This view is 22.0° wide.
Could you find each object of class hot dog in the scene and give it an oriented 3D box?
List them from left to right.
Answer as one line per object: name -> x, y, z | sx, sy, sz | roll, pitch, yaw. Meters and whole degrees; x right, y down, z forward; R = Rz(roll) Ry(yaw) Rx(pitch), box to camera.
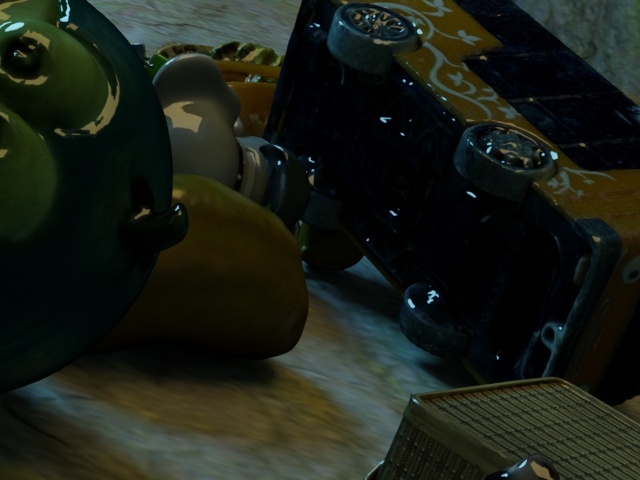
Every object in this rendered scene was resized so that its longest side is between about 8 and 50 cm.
hot dog -> -0.014, -0.122, 1.503 | 0.337, 0.100, 0.135 | 6, 19, -44

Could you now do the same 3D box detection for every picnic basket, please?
picnic basket -> 0.105, 0.126, 0.773 | 0.115, 0.079, 0.164 | 29, 16, 33

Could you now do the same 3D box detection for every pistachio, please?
pistachio -> -0.083, 0.010, 0.895 | 0.189, 0.110, 0.100 | 11, 49, -36

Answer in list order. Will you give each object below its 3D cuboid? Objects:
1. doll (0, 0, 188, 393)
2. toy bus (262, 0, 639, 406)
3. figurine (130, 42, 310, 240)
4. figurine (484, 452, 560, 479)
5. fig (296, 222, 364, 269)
doll -> -0.199, -0.038, 0.745 | 0.322, 0.198, 0.186 | 16, -25, 27
toy bus -> 0.119, -0.039, 1.104 | 0.194, 0.162, 0.323 | -7, 40, -35
figurine -> -0.086, -0.043, 1.054 | 0.126, 0.147, 0.192 | 14, -6, 38
figurine -> 0.172, 0.170, 0.482 | 0.265, 0.197, 0.175 | 5, 7, 25
fig -> 0.000, 0.000, 1.176 | 0.050, 0.050, 0.083 | 28, 26, 27
